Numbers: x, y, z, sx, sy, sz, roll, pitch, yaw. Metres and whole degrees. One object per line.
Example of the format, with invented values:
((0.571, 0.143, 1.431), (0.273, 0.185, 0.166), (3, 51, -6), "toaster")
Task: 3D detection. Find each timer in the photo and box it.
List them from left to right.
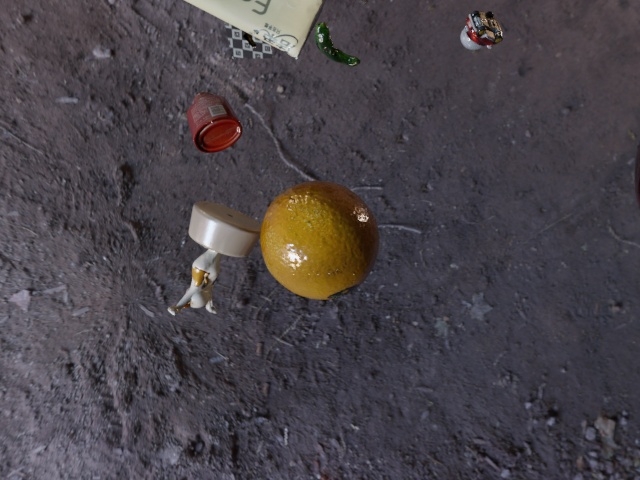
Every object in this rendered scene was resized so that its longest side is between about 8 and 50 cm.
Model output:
((-0.265, 0.058, 1.261), (0.175, 0.175, 0.266), (21, 101, -17), "timer")

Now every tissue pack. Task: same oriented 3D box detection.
((-0.155, -0.685, 1.237), (0.405, 0.332, 0.205), (24, 48, -11), "tissue pack")

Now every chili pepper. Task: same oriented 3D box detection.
((0.044, -0.608, 1.658), (0.182, 0.073, 0.050), (36, 34, -27), "chili pepper")

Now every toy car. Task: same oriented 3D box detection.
((0.502, -0.667, 1.684), (0.139, 0.112, 0.112), (-3, 73, -36), "toy car")

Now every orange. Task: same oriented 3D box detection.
((0.000, 0.000, 1.160), (0.274, 0.274, 0.274), (2, 83, -20), "orange")

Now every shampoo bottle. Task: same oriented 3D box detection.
((-0.273, -0.305, 1.309), (0.118, 0.314, 0.076), (-30, 122, -2), "shampoo bottle")

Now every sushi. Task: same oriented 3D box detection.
((-0.220, -0.647, 1.594), (0.139, 0.201, 0.031), (5, 51, 9), "sushi")

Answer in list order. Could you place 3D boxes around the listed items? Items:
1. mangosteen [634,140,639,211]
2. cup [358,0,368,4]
((0.322, -0.055, 0.321), (0.265, 0.228, 0.228), (12, 78, -54), "mangosteen")
((0.211, -0.756, 1.415), (0.173, 0.300, 0.167), (20, 48, -40), "cup")
